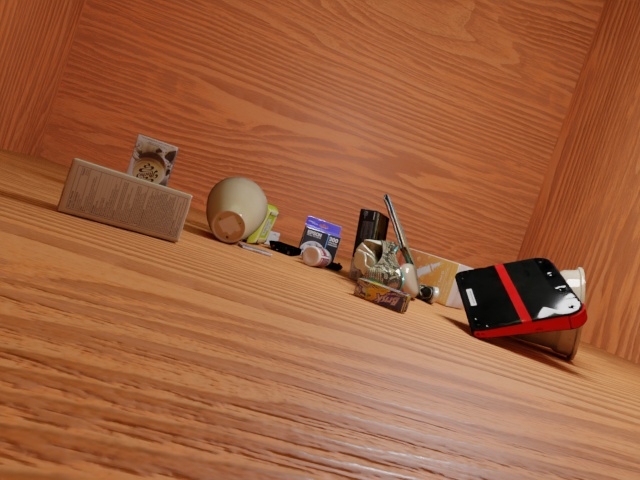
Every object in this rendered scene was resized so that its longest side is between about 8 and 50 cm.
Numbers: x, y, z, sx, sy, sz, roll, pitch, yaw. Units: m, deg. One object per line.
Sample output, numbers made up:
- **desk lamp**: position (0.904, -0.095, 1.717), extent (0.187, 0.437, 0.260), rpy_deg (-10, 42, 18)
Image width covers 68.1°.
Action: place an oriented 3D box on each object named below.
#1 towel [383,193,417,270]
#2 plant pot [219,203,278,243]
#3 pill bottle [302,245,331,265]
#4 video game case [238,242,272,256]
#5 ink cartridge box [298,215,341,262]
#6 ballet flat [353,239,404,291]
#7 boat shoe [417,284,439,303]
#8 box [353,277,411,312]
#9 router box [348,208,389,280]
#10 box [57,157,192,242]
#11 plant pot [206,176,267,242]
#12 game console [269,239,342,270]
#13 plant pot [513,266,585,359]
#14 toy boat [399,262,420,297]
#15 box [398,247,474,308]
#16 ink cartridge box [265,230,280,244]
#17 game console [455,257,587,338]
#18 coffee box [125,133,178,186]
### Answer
- **towel**: position (0.358, -0.019, 2.141), extent (0.040, 0.272, 0.370), rpy_deg (-20, -25, 11)
- **plant pot**: position (-0.330, -0.104, 2.173), extent (0.207, 0.228, 0.227), rpy_deg (26, 3, 9)
- **pill bottle**: position (-0.010, 0.073, 2.048), extent (0.086, 0.086, 0.152), rpy_deg (19, 1, 26)
- **video game case**: position (-0.256, 0.036, 1.855), extent (0.121, 0.011, 0.087), rpy_deg (17, 2, -22)
- **ink cartridge box**: position (0.000, 0.000, 2.441), extent (0.206, 0.209, 0.045), rpy_deg (17, -1, -23)
- **ballet flat**: position (0.216, 0.079, 1.818), extent (0.181, 0.164, 0.483), rpy_deg (26, 15, 0)
- **boat shoe**: position (0.468, 0.238, 2.139), extent (0.070, 0.078, 0.219), rpy_deg (19, -7, -6)
- **box**: position (0.193, 0.170, 1.479), extent (0.168, 0.059, 0.054), rpy_deg (19, 4, 23)
- **router box**: position (0.220, 0.029, 2.107), extent (0.080, 0.309, 0.243), rpy_deg (10, -1, 21)
- **box**: position (-0.530, -0.108, 1.297), extent (0.310, 0.148, 0.121), rpy_deg (19, 0, -28)
- **plant pot**: position (-0.345, -0.099, 1.874), extent (0.256, 0.257, 0.274), rpy_deg (18, 18, -8)
- **game console**: position (-0.066, 0.071, 2.244), extent (0.361, 0.044, 0.213), rpy_deg (19, 2, 7)
- **plant pot**: position (0.779, 0.247, 1.756), extent (0.305, 0.334, 0.333), rpy_deg (6, -3, 21)
- **toy boat**: position (0.338, 0.178, 2.025), extent (0.151, 0.151, 0.231), rpy_deg (-13, -8, 15)
- **box**: position (0.563, 0.184, 2.401), extent (0.168, 0.215, 0.345), rpy_deg (16, 2, -45)
- **ink cartridge box**: position (-0.316, -0.034, 2.435), extent (0.175, 0.073, 0.127), rpy_deg (19, 1, 24)
- **game console**: position (0.645, 0.184, 1.568), extent (0.341, 0.060, 0.387), rpy_deg (-13, 22, 12)
- **coffee box**: position (-0.732, -0.278, 2.019), extent (0.168, 0.298, 0.119), rpy_deg (17, -1, -17)
